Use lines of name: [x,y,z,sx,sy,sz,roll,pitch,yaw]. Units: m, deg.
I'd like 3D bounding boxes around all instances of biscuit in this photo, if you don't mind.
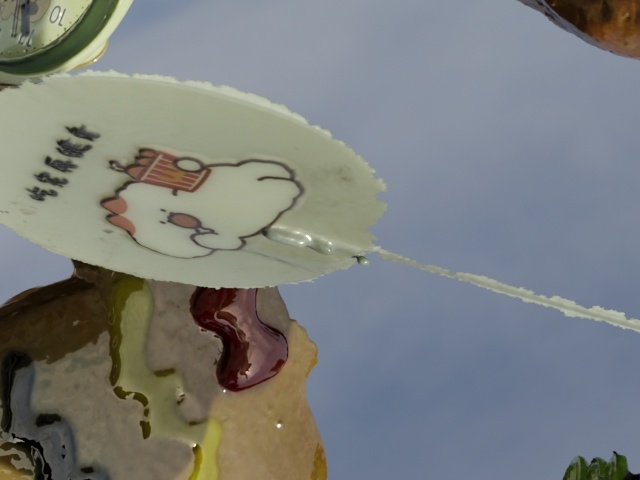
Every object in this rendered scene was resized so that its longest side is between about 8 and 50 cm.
biscuit: [-0.173,0.131,1.362,0.394,0.368,0.076,-32,-161,-29]

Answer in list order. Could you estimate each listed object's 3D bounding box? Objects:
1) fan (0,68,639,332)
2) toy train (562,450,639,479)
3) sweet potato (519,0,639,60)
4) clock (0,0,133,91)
fan: [0.000,0.001,0.764,0.191,0.329,0.009,138,-35,-58]
toy train: [0.273,0.274,1.658,0.100,0.160,0.296,15,172,0]
sweet potato: [0.199,-0.146,1.061,0.097,0.097,0.252,-38,-132,-24]
clock: [-0.270,-0.240,1.583,0.096,0.235,0.308,29,-83,39]
